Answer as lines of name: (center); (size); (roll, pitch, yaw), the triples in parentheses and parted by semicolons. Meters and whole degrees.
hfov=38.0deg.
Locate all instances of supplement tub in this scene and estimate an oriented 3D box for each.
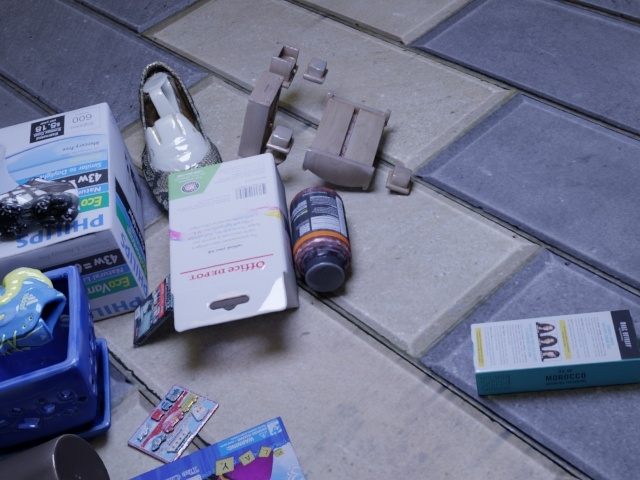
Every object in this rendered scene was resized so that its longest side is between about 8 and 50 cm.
supplement tub: (0.000, 0.000, 1.678); (0.106, 0.106, 0.197); (-11, 43, 5)

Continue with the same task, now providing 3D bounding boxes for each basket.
basket: (-0.422, 0.379, 1.312); (0.227, 0.154, 0.204); (-30, 38, 11)

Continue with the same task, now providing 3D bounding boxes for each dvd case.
dvd case: (-0.294, 0.122, 1.648); (0.119, 0.013, 0.087); (-43, 34, 26)

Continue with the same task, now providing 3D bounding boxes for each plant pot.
plant pot: (-0.466, 0.214, 1.504); (0.236, 0.212, 0.236); (-17, 43, -2)

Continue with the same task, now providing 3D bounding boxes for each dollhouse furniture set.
dollhouse furniture set: (0.025, -0.213, 1.937); (0.356, 0.173, 0.303); (19, 48, 1)

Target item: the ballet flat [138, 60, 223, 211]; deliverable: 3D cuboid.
ballet flat: (-0.314, -0.229, 1.954); (0.164, 0.182, 0.482); (-19, 43, -5)

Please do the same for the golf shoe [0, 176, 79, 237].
golf shoe: (-0.505, -0.060, 1.583); (0.198, 0.077, 0.093); (-4, 38, 1)

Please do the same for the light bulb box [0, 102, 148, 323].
light bulb box: (-0.530, -0.029, 1.754); (0.358, 0.225, 0.361); (-15, 47, 0)

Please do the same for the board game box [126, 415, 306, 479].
board game box: (-0.150, 0.426, 1.278); (0.319, 0.065, 0.318); (-22, 38, -8)

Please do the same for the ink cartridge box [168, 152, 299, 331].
ink cartridge box: (-0.156, 0.025, 1.663); (0.207, 0.119, 0.353); (-11, 52, 5)

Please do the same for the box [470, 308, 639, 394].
box: (0.357, 0.172, 1.425); (0.245, 0.060, 0.100); (-6, 43, 10)

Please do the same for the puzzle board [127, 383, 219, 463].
puzzle board: (-0.238, 0.294, 1.502); (0.096, 0.011, 0.128); (16, 51, 30)

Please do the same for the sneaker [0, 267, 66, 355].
sneaker: (-0.476, 0.133, 1.369); (0.126, 0.091, 0.240); (18, 51, 30)
